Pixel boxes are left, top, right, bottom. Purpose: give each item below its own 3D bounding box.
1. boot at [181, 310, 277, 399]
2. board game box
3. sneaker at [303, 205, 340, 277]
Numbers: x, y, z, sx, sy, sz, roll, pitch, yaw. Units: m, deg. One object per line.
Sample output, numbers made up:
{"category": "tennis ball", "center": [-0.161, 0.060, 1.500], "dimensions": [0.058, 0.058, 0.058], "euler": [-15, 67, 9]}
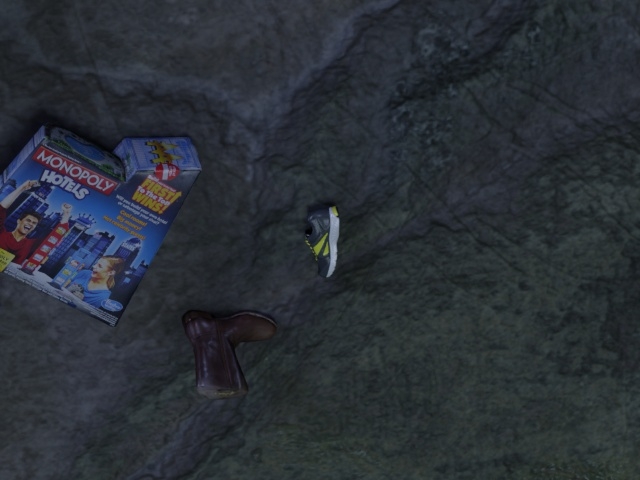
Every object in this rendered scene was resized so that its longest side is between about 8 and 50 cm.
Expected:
{"category": "boot", "center": [-0.082, 0.120, 1.936], "dimensions": [0.106, 0.114, 0.037], "euler": [3, 126, -20]}
{"category": "board game box", "center": [-0.214, -0.036, 1.806], "dimensions": [0.194, 0.060, 0.194], "euler": [30, 112, -34]}
{"category": "sneaker", "center": [0.000, 0.000, 1.929], "dimensions": [0.035, 0.031, 0.083], "euler": [3, 123, -3]}
